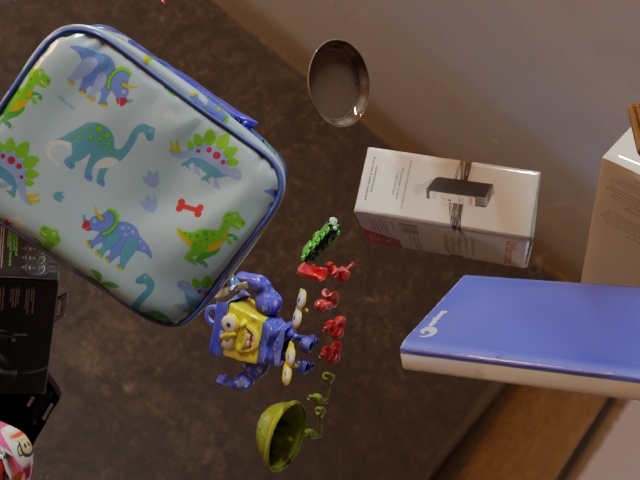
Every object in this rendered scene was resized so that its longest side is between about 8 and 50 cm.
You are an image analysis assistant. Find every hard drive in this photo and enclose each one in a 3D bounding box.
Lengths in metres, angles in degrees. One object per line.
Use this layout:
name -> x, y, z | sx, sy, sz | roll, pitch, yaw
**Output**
hard drive -> 0.285, 0.110, 1.059 | 0.318, 0.210, 0.040 | 3, -65, 34

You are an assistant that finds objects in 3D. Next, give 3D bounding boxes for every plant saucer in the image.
plant saucer -> 0.030, -0.303, 1.692 | 0.029, 0.168, 0.168 | 3, -34, 48

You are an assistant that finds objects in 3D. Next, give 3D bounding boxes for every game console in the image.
game console -> -0.585, 0.325, 1.396 | 0.213, 0.361, 0.044 | 37, -33, -19

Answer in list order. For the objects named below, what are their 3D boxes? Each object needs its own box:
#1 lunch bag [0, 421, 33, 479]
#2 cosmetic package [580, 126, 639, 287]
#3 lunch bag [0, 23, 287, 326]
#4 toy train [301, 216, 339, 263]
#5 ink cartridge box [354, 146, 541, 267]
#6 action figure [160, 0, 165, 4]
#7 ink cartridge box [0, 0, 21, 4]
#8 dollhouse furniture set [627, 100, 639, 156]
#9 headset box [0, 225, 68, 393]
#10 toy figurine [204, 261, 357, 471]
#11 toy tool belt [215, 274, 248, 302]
lunch bag -> -0.509, 0.288, 1.087 | 0.293, 0.258, 0.120 | 16, 5, 10
cosmetic package -> 0.579, -0.044, 1.510 | 0.155, 0.197, 0.366 | 33, -26, 31
lunch bag -> -0.143, -0.053, 0.683 | 0.219, 0.176, 0.090 | 35, 8, -9
toy train -> 0.000, 0.000, 0.966 | 0.017, 0.024, 0.083 | 17, -33, -18
ink cartridge box -> 0.208, -0.049, 1.402 | 0.272, 0.114, 0.197 | 11, -12, 13
action figure -> -0.199, -0.373, 1.175 | 0.038, 0.115, 0.030 | 9, 34, -38
ink cartridge box -> -0.364, -0.372, 1.191 | 0.165, 0.332, 0.065 | -4, -74, 40
dollhouse furniture set -> 0.352, -0.256, 0.990 | 0.355, 0.173, 0.303 | 42, 32, -19
headset box -> -0.522, 0.100, 1.295 | 0.282, 0.246, 0.131 | 3, 38, -19
toy figurine -> -0.097, 0.175, 1.471 | 0.217, 0.363, 0.191 | 19, 21, 23
toy tool belt -> -0.151, 0.051, 1.342 | 0.083, 0.051, 0.052 | 53, 19, -6
